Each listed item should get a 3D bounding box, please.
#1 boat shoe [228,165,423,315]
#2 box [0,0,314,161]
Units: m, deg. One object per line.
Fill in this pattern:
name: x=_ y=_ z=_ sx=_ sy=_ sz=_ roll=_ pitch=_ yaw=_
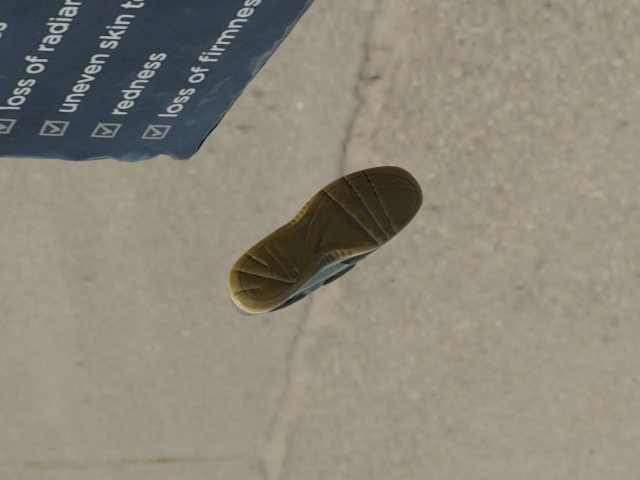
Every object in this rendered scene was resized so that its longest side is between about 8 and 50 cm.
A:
boat shoe: x=0.000 y=0.000 z=1.017 sx=0.152 sy=0.056 sz=0.049 roll=-30 pitch=174 yaw=-17
box: x=-0.197 y=-0.266 z=0.599 sx=0.472 sy=0.297 sz=0.480 roll=-3 pitch=155 yaw=-34
